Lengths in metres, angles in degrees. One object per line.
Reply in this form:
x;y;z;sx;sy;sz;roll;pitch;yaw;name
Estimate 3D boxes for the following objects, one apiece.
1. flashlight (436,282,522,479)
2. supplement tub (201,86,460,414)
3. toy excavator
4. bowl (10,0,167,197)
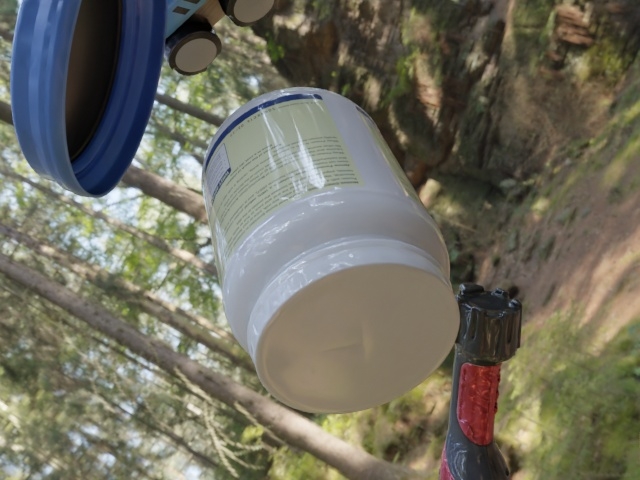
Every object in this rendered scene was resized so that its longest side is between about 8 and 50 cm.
0.203;0.215;0.893;0.103;0.103;0.304;-43;-42;-62;flashlight
0.000;0.000;0.783;0.325;0.235;0.235;-110;16;-50;supplement tub
-0.241;-0.531;1.142;0.433;0.222;0.445;-37;-24;17;toy excavator
-0.307;-0.255;0.984;0.391;0.077;0.391;13;-90;-90;bowl
